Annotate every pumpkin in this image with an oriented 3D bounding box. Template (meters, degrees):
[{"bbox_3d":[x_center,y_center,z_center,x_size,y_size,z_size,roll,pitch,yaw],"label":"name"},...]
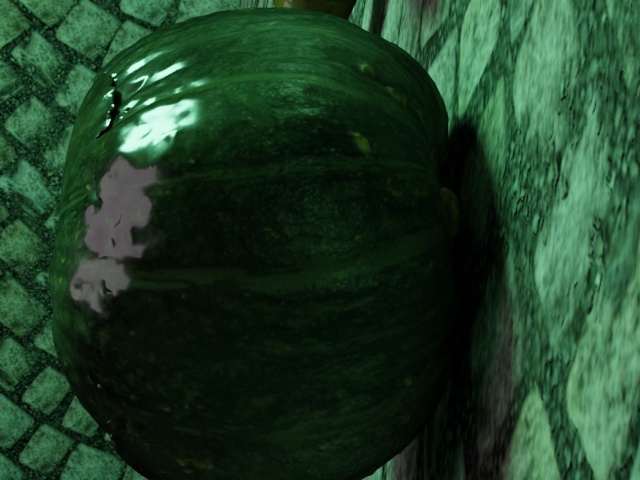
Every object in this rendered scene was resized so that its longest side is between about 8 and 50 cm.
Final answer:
[{"bbox_3d":[-0.039,0.002,1.044,0.328,0.257,0.292,-81,-12,-69],"label":"pumpkin"}]

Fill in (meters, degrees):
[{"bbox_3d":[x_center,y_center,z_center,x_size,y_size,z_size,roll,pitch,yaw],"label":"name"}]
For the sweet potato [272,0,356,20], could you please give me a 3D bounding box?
[{"bbox_3d":[0.007,-0.304,1.483,0.131,0.131,0.337,-166,84,-83],"label":"sweet potato"}]
